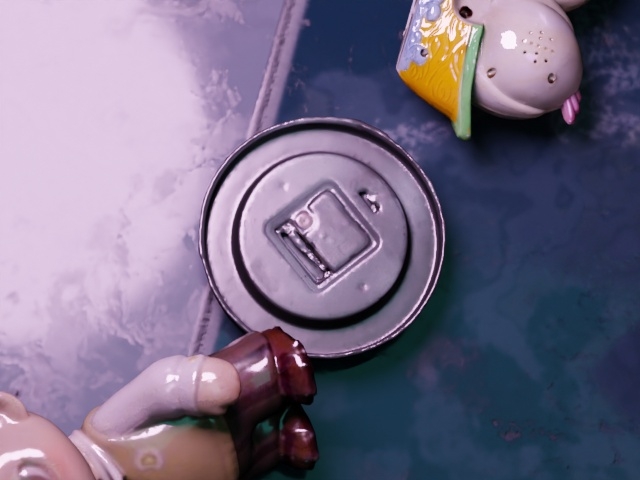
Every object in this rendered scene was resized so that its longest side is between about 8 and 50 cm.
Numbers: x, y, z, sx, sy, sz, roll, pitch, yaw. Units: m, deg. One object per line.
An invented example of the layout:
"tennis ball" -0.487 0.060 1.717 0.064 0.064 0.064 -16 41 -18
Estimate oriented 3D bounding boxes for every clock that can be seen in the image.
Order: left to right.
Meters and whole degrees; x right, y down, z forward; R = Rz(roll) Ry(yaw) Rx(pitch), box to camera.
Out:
"clock" 0.000 0.000 1.386 0.184 0.040 0.184 1 78 -4
"clock" 0.143 -0.181 1.407 0.144 0.103 0.231 16 79 -3

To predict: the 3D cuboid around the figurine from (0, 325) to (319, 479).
"figurine" -0.171 0.185 1.255 0.365 0.218 0.206 -10 52 -11
